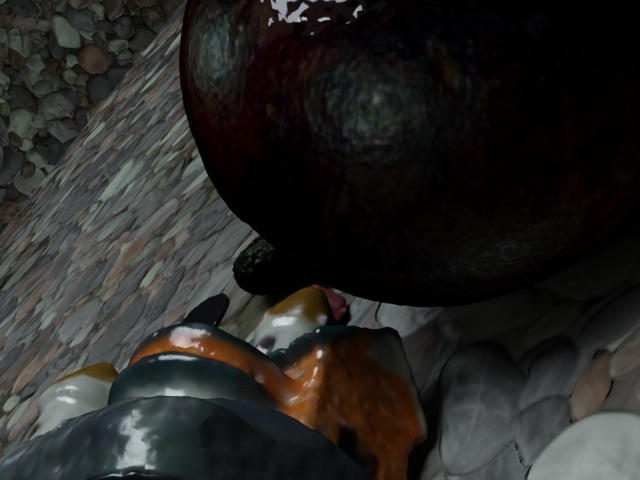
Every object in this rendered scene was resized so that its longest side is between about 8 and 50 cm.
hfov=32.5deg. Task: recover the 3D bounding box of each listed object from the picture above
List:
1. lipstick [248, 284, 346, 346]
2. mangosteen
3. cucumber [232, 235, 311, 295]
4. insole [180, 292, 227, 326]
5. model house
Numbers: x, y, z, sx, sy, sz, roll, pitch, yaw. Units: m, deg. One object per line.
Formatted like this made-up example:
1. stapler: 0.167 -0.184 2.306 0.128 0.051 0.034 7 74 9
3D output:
1. lipstick: -0.095 0.150 0.818 0.312 0.051 0.051 -47 18 -4
2. mangosteen: 0.064 -0.124 0.638 0.330 0.330 0.330 -40 20 18
3. cucumber: -0.002 0.000 0.897 0.245 0.067 0.067 -28 26 43
4. insole: -0.173 0.172 1.001 0.109 0.007 0.322 -19 33 50
5. model house: -0.070 0.108 0.642 0.271 0.190 0.301 -34 21 35
